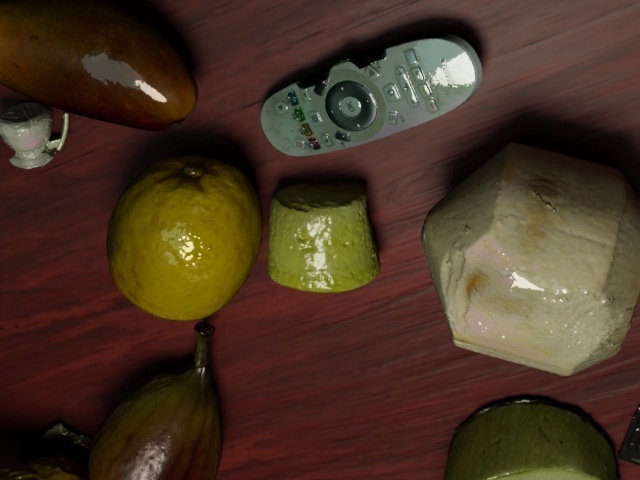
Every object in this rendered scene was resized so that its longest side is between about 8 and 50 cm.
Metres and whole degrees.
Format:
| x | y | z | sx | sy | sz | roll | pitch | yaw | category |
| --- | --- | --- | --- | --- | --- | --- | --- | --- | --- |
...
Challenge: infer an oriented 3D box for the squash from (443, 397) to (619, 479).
| x | y | z | sx | sy | sz | roll | pitch | yaw | category |
| --- | --- | --- | --- | --- | --- | --- | --- | --- | --- |
| 0.253 | 0.308 | 1.257 | 0.220 | 0.133 | 0.220 | 4 | 121 | 7 | squash |

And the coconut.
| x | y | z | sx | sy | sz | roll | pitch | yaw | category |
| --- | --- | --- | --- | --- | --- | --- | --- | --- | --- |
| 0.210 | 0.020 | 1.063 | 0.241 | 0.241 | 0.241 | 6 | 119 | 12 | coconut |

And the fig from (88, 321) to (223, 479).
| x | y | z | sx | sy | sz | roll | pitch | yaw | category |
| --- | --- | --- | --- | --- | --- | --- | --- | --- | --- |
| -0.187 | 0.221 | 1.319 | 0.145 | 0.170 | 0.274 | 38 | 111 | 44 | fig |

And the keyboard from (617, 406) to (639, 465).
| x | y | z | sx | sy | sz | roll | pitch | yaw | category |
| --- | --- | --- | --- | --- | --- | --- | --- | --- | --- |
| 0.481 | 0.261 | 1.227 | 0.251 | 0.017 | 0.087 | 15 | 119 | 6 | keyboard |

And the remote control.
| x | y | z | sx | sy | sz | roll | pitch | yaw | category |
| --- | --- | --- | --- | --- | --- | --- | --- | --- | --- |
| 0.050 | -0.154 | 1.108 | 0.256 | 0.045 | 0.097 | -14 | 112 | 25 | remote control |

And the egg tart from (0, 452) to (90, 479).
| x | y | z | sx | sy | sz | roll | pitch | yaw | category |
| --- | --- | --- | --- | --- | --- | --- | --- | --- | --- |
| -0.322 | 0.385 | 1.371 | 0.132 | 0.341 | 0.341 | -45 | 102 | -11 | egg tart |

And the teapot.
| x | y | z | sx | sy | sz | roll | pitch | yaw | category |
| --- | --- | --- | --- | --- | --- | --- | --- | --- | --- |
| -0.331 | -0.123 | 1.223 | 0.083 | 0.064 | 0.064 | -14 | 125 | -13 | teapot |

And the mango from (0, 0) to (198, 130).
| x | y | z | sx | sy | sz | roll | pitch | yaw | category |
| --- | --- | --- | --- | --- | --- | --- | --- | --- | --- |
| -0.255 | -0.199 | 1.125 | 0.268 | 0.111 | 0.133 | 17 | 136 | 5 | mango |

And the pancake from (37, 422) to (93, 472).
| x | y | z | sx | sy | sz | roll | pitch | yaw | category |
| --- | --- | --- | --- | --- | --- | --- | --- | --- | --- |
| -0.335 | 0.311 | 1.470 | 0.130 | 0.022 | 0.116 | 24 | 124 | -1 | pancake |

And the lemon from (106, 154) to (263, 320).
| x | y | z | sx | sy | sz | roll | pitch | yaw | category |
| --- | --- | --- | --- | --- | --- | --- | --- | --- | --- |
| -0.152 | -0.001 | 1.176 | 0.170 | 0.170 | 0.207 | 24 | 128 | 2 | lemon |

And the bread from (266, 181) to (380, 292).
| x | y | z | sx | sy | sz | roll | pitch | yaw | category |
| --- | --- | --- | --- | --- | --- | --- | --- | --- | --- |
| 0.000 | 0.000 | 1.172 | 0.129 | 0.111 | 0.114 | -1 | 109 | 11 | bread |
